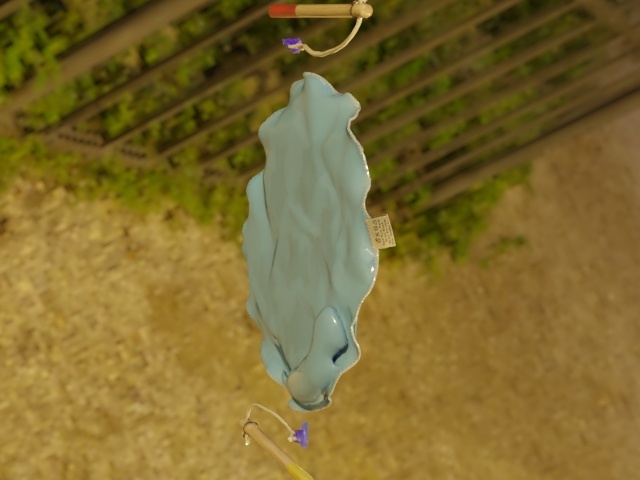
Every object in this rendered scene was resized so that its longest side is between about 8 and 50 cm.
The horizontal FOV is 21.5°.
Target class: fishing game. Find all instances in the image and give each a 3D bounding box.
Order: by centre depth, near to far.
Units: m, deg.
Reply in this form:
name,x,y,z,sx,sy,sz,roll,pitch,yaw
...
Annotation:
name,x,y,z,sx,sy,sz,roll,pitch,yaw
fishing game,0.000,0.000,0.917,0.189,0.041,0.264,-164,-103,-68
